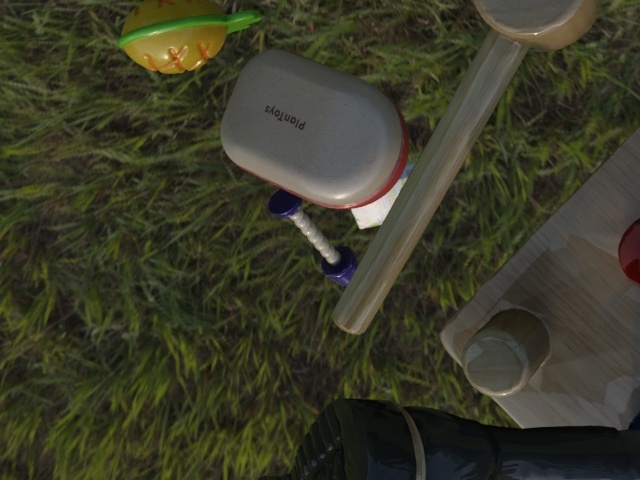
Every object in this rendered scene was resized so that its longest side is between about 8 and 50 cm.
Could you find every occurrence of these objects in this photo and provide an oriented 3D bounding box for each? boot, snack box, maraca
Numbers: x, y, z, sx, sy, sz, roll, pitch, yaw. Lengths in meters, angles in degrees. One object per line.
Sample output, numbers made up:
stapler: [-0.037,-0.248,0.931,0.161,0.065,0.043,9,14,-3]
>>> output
boot: [0.045,0.137,0.394,0.137,0.077,0.198,6,148,-20]
snack box: [0.123,-0.078,1.513,0.141,0.037,0.100,-12,134,14]
maraca: [-0.166,-0.268,1.088,0.186,0.127,0.099,-17,100,-26]

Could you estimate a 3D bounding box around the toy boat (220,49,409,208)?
toy boat: [0.005,-0.125,1.018,0.231,0.151,0.151,28,99,30]

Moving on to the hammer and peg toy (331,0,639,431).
hammer and peg toy: [0.188,0.021,0.445,0.361,0.127,0.266,45,115,13]

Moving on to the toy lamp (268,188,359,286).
toy lamp: [0.000,0.000,1.683,0.080,0.080,0.274,-28,134,12]
